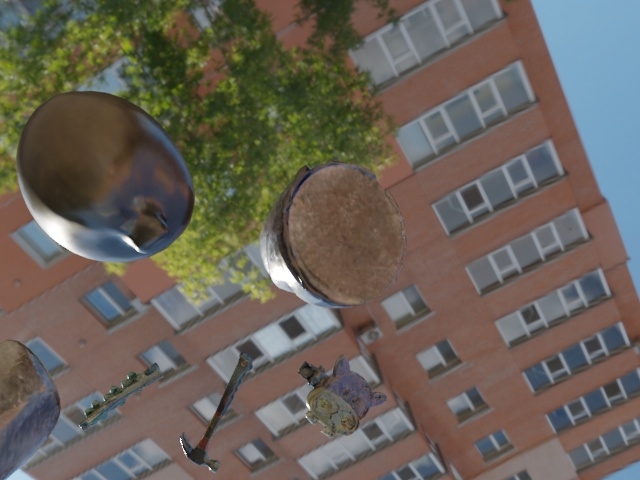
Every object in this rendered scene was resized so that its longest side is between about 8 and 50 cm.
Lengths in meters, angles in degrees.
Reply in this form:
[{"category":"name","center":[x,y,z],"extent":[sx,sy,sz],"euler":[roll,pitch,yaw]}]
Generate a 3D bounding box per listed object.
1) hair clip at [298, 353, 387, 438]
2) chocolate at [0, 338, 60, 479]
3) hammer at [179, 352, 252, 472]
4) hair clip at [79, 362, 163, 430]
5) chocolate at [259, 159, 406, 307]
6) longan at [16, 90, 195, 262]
[{"category":"hair clip","center":[0.031,0.318,1.506],"extent":[0.146,0.187,0.056],"euler":[-47,-168,-6]},{"category":"chocolate","center":[-0.512,0.298,1.131],"extent":[0.101,0.185,0.303],"euler":[-2,-153,27]},{"category":"hammer","center":[-0.222,0.380,1.652],"extent":[0.287,0.111,0.033],"euler":[-63,180,12]},{"category":"hair clip","center":[-0.365,0.285,1.351],"extent":[0.173,0.049,0.049],"euler":[-35,-149,-24]},{"category":"chocolate","center":[0.000,0.000,1.526],"extent":[0.213,0.303,0.303],"euler":[-18,-148,55]},{"category":"longan","center":[-0.330,-0.089,1.144],"extent":[0.243,0.300,0.300],"euler":[-45,-148,9]}]
